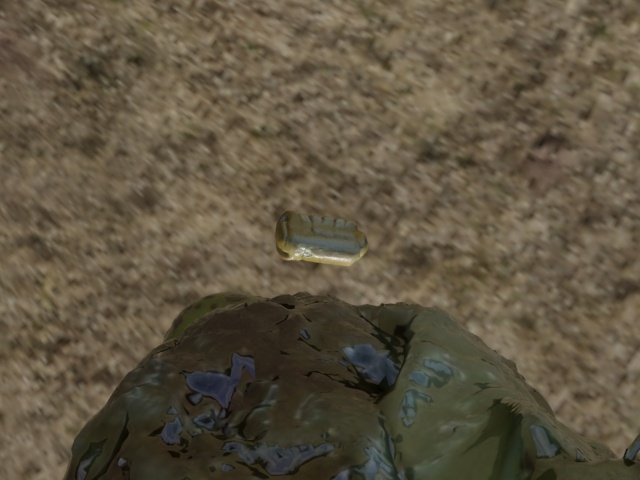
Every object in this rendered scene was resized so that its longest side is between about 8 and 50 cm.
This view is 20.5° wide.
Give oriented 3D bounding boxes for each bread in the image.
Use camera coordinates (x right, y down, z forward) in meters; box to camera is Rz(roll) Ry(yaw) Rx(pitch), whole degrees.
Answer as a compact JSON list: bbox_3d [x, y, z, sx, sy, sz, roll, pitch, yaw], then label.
[{"bbox_3d":[0.000,0.000,1.632,0.088,0.049,0.033,5,146,-19],"label":"bread"}]

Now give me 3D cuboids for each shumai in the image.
[{"bbox_3d":[0.074,0.190,0.914,0.395,0.348,0.395,13,68,-36],"label":"shumai"}]

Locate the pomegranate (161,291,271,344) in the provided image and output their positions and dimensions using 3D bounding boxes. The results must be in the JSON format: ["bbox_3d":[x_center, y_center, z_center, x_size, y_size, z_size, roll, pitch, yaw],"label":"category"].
[{"bbox_3d":[-0.061,0.108,1.331,0.159,0.159,0.205,-47,164,-3],"label":"pomegranate"}]
